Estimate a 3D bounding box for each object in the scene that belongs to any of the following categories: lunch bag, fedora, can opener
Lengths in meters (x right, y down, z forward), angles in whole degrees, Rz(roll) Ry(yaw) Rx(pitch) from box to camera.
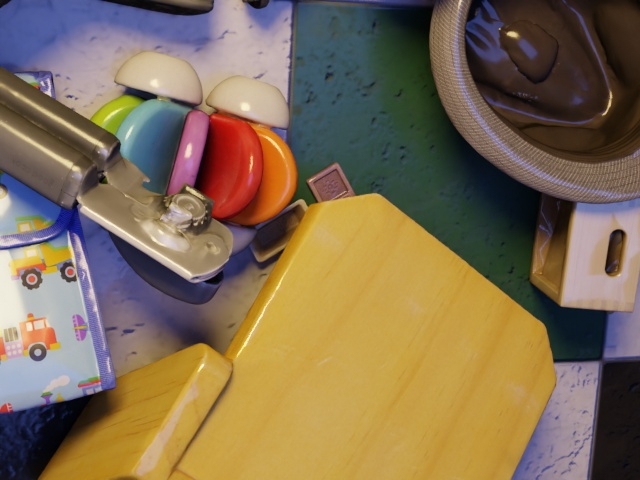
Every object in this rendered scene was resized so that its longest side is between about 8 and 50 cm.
[{"bbox_3d":[-0.307,-0.003,0.881,0.221,0.138,0.293,-12,92,-14],"label":"lunch bag"},{"bbox_3d":[0.218,-0.166,0.987,0.275,0.124,0.243,26,91,-12],"label":"fedora"},{"bbox_3d":[-0.196,-0.043,0.826,0.283,0.076,0.095,31,127,1],"label":"can opener"}]

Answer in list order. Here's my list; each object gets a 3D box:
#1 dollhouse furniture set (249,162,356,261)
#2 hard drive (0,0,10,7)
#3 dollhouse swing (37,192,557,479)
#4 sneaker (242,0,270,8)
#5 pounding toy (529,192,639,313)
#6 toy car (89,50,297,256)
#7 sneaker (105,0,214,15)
[{"bbox_3d":[0.000,0.000,0.980,0.114,0.081,0.091,-31,108,-8],"label":"dollhouse furniture set"},{"bbox_3d":[-0.332,-0.241,0.779,0.339,0.064,0.237,-37,76,-5],"label":"hard drive"},{"bbox_3d":[-0.011,0.175,0.993,0.347,0.315,0.305,36,56,-21],"label":"dollhouse swing"},{"bbox_3d":[-0.056,-0.321,0.902,0.106,0.078,0.234,-27,109,-16],"label":"sneaker"},{"bbox_3d":[0.267,0.015,1.049,0.100,0.130,0.141,5,100,-5],"label":"pounding toy"},{"bbox_3d":[-0.105,-0.066,0.905,0.182,0.136,0.159,14,98,-19],"label":"toy car"},{"bbox_3d":[-0.191,-0.264,0.868,0.228,0.087,0.130,7,91,-15],"label":"sneaker"}]
